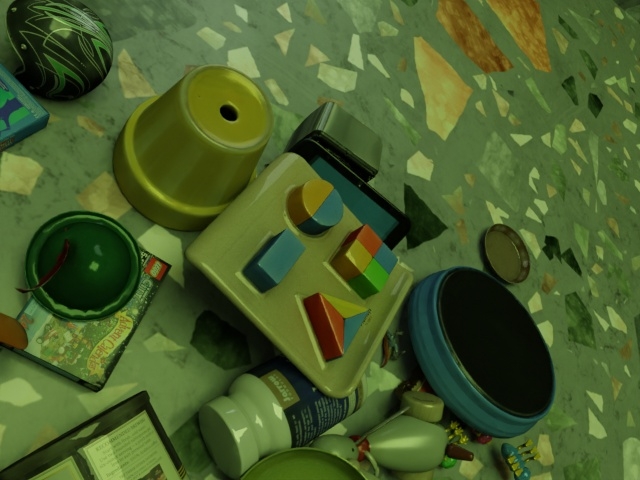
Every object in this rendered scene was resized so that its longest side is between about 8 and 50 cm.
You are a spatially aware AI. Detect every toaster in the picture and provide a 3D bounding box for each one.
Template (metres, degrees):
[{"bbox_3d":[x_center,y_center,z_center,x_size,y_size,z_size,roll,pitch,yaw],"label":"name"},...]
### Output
[{"bbox_3d":[0.013,-0.180,1.200,0.186,0.168,0.110,32,53,-20],"label":"toaster"}]

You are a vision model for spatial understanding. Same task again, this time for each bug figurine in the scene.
[{"bbox_3d":[0.324,0.462,1.187,0.279,0.072,0.216,-17,74,-33],"label":"bug figurine"}]

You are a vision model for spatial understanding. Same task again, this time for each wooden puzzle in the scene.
[{"bbox_3d":[-0.004,0.036,0.968,0.348,0.080,0.322,44,49,-8],"label":"wooden puzzle"}]

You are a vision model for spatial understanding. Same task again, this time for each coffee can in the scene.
[{"bbox_3d":[-0.261,0.371,0.752,0.201,0.201,0.275,-26,86,-38],"label":"coffee can"}]

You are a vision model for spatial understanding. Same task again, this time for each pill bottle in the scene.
[{"bbox_3d":[-0.060,0.274,0.960,0.265,0.153,0.153,-21,83,-38],"label":"pill bottle"}]

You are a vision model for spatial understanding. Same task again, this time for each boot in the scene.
[{"bbox_3d":[0.227,0.310,1.203,0.158,0.059,0.084,-34,100,-35],"label":"boot"}]

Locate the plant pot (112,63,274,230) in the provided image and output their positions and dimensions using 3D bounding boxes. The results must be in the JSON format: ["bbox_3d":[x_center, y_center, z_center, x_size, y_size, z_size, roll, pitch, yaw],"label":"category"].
[{"bbox_3d":[-0.206,-0.172,1.002,0.254,0.239,0.254,13,64,-29],"label":"plant pot"}]

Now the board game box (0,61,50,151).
[{"bbox_3d":[-0.568,-0.200,0.892,0.160,0.047,0.210,49,51,-7],"label":"board game box"}]

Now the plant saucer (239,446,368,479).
[{"bbox_3d":[-0.025,0.431,0.850,0.241,0.037,0.241,0,80,0],"label":"plant saucer"}]

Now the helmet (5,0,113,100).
[{"bbox_3d":[-0.438,-0.329,0.962,0.169,0.161,0.169,14,63,-29],"label":"helmet"}]

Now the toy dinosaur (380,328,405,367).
[{"bbox_3d":[0.145,0.208,1.200,0.090,0.047,0.082,-24,66,-28],"label":"toy dinosaur"}]

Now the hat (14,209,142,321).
[{"bbox_3d":[-0.322,0.019,0.816,0.173,0.183,0.208,18,61,-26],"label":"hat"}]

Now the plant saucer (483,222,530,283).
[{"bbox_3d":[0.486,0.037,1.507,0.168,0.029,0.168,14,63,-30],"label":"plant saucer"}]

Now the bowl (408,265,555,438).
[{"bbox_3d":[0.364,0.229,1.257,0.391,0.077,0.391,23,45,-25],"label":"bowl"}]

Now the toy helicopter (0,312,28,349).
[{"bbox_3d":[-0.471,0.124,0.620,0.235,0.355,0.140,-25,85,-21],"label":"toy helicopter"}]

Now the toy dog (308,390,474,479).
[{"bbox_3d":[0.142,0.376,0.994,0.334,0.161,0.220,-21,109,-43],"label":"toy dog"}]

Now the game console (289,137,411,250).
[{"bbox_3d":[0.000,0.000,1.101,0.293,0.173,0.250,37,46,-15],"label":"game console"}]

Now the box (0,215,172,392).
[{"bbox_3d":[-0.361,0.097,0.903,0.159,0.044,0.233,33,55,-18],"label":"box"}]
